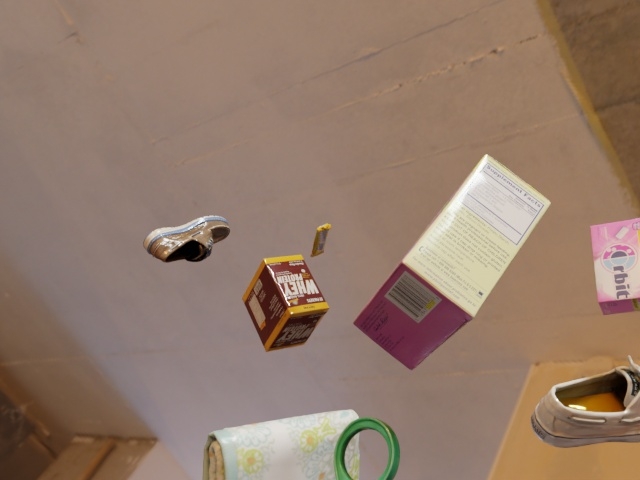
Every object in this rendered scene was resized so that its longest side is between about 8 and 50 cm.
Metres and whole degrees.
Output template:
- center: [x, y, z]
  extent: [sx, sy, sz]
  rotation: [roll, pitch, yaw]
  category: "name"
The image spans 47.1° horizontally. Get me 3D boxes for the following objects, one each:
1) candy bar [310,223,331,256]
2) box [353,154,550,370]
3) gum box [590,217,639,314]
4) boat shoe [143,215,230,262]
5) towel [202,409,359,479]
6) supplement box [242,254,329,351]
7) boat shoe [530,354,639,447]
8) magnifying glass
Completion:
- center: [0.000, 0.000, 1.878]
  extent: [0.161, 0.040, 0.018]
  rotation: [105, -38, -63]
  category: "candy bar"
- center: [0.186, 0.034, 1.067]
  extent: [0.117, 0.243, 0.213]
  rotation: [39, -31, 6]
  category: "box"
- center: [0.605, 0.047, 1.465]
  extent: [0.107, 0.188, 0.062]
  rotation: [-11, -34, 26]
  category: "gum box"
- center: [-0.234, 0.007, 1.354]
  extent: [0.066, 0.183, 0.066]
  rotation: [46, -48, 25]
  category: "boat shoe"
- center: [-0.070, 0.521, 1.385]
  extent: [0.090, 0.321, 0.374]
  rotation: [5, -86, 51]
  category: "towel"
- center: [-0.103, 0.178, 2.083]
  extent: [0.194, 0.129, 0.191]
  rotation: [61, -41, 30]
  category: "supplement box"
- center: [0.593, 0.295, 1.424]
  extent: [0.367, 0.135, 0.156]
  rotation: [-2, -49, -13]
  category: "boat shoe"
- center: [0.046, 0.346, 0.956]
  extent: [0.092, 0.231, 0.026]
  rotation: [1, -20, 35]
  category: "magnifying glass"
